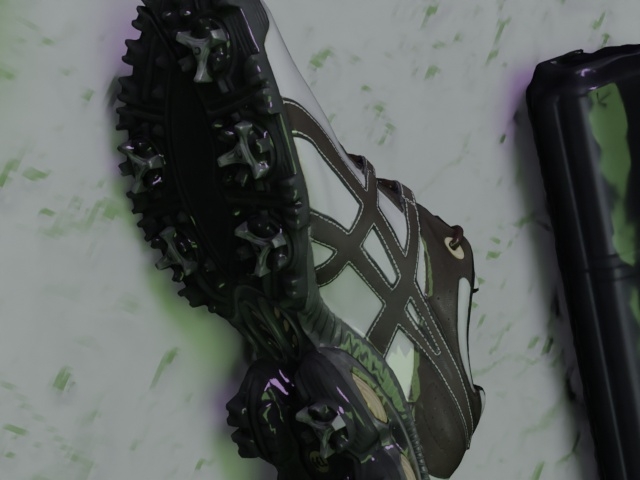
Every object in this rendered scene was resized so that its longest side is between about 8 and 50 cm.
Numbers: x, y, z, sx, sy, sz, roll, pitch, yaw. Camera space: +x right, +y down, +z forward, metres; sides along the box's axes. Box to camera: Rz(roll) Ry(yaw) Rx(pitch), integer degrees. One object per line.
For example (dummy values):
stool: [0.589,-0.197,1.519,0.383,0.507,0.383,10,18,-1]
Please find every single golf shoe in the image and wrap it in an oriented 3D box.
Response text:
golf shoe: [0.000,0.000,0.386,0.094,0.077,0.198,-32,112,-40]

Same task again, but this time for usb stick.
usb stick: [0.140,0.057,0.478,0.077,0.045,0.278,-20,102,-35]
